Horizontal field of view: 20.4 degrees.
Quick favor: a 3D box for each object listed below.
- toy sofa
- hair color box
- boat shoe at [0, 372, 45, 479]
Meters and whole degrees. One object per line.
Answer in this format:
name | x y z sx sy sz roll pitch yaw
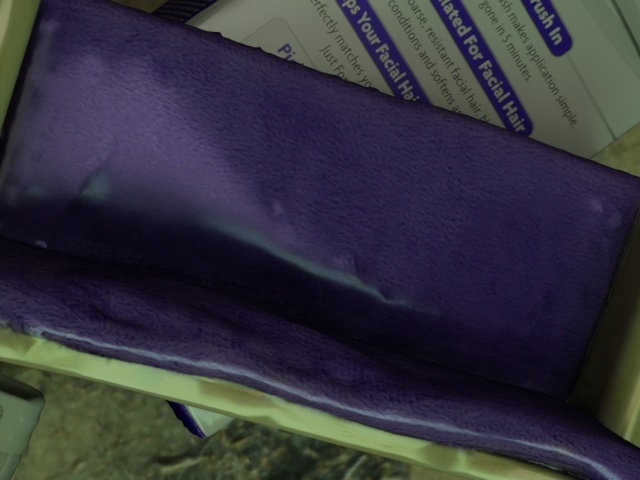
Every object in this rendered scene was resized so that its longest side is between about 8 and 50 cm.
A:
toy sofa | 0.000 0.000 0.801 0.362 0.177 0.150 17 94 -19
hair color box | 0.014 -0.075 0.942 0.339 0.110 0.185 -35 107 -8
boat shoe | -0.282 0.009 0.844 0.367 0.136 0.156 37 87 -22
